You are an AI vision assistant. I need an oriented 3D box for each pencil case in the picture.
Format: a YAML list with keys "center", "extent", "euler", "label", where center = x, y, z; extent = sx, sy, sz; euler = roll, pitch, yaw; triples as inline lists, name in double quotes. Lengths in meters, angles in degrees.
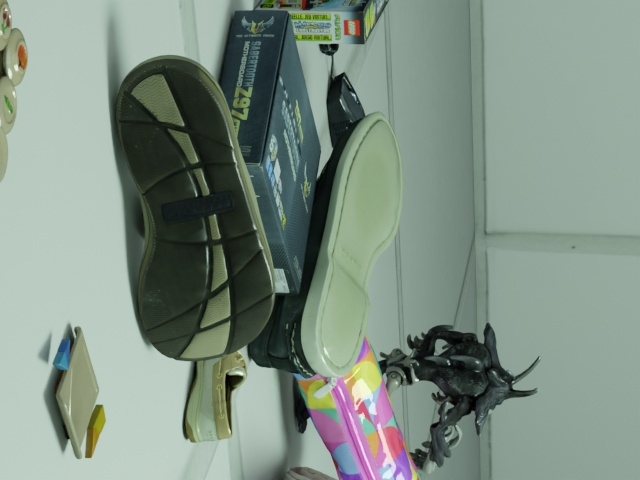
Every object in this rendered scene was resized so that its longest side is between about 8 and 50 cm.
- center: [0.040, 0.207, 1.993]
  extent: [0.104, 0.104, 0.236]
  euler: [-66, 136, -63]
  label: "pencil case"

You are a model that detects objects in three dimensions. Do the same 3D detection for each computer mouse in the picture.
- center: [0.029, -0.204, 2.191]
  extent: [0.071, 0.041, 0.242]
  euler: [-75, 163, -45]
  label: "computer mouse"

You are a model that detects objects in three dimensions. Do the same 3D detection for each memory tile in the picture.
- center: [-0.205, -0.112, 1.072]
  extent: [0.148, 0.012, 0.113]
  euler: [75, 20, -58]
  label: "memory tile"

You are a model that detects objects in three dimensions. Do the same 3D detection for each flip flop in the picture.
- center: [-0.102, -0.025, 1.430]
  extent: [0.080, 0.112, 0.277]
  euler: [-98, 178, -61]
  label: "flip flop"

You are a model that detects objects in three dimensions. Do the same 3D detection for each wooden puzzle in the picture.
- center: [-0.174, 0.109, 1.282]
  extent: [0.078, 0.014, 0.116]
  euler: [-81, 168, -51]
  label: "wooden puzzle"

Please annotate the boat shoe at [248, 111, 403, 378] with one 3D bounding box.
- center: [0.002, 0.003, 1.911]
  extent: [0.127, 0.113, 0.340]
  euler: [50, 42, -43]
  label: "boat shoe"

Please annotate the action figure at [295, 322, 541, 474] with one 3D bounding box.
- center: [0.117, 0.173, 2.102]
  extent: [0.141, 0.276, 0.164]
  euler: [82, 15, -53]
  label: "action figure"

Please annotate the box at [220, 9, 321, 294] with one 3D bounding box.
- center: [-0.051, -0.082, 1.753]
  extent: [0.232, 0.059, 0.183]
  euler: [77, 18, -56]
  label: "box"

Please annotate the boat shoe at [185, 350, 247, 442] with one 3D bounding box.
- center: [-0.089, 0.121, 1.633]
  extent: [0.050, 0.045, 0.135]
  euler: [72, 23, -61]
  label: "boat shoe"

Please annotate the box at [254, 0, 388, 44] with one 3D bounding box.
- center: [0.009, -0.253, 1.884]
  extent: [0.207, 0.114, 0.036]
  euler: [-66, 155, -64]
  label: "box"

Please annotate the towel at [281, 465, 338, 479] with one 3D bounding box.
- center: [0.015, 0.425, 1.892]
  extent: [0.317, 0.053, 0.331]
  euler: [-173, -95, -72]
  label: "towel"
